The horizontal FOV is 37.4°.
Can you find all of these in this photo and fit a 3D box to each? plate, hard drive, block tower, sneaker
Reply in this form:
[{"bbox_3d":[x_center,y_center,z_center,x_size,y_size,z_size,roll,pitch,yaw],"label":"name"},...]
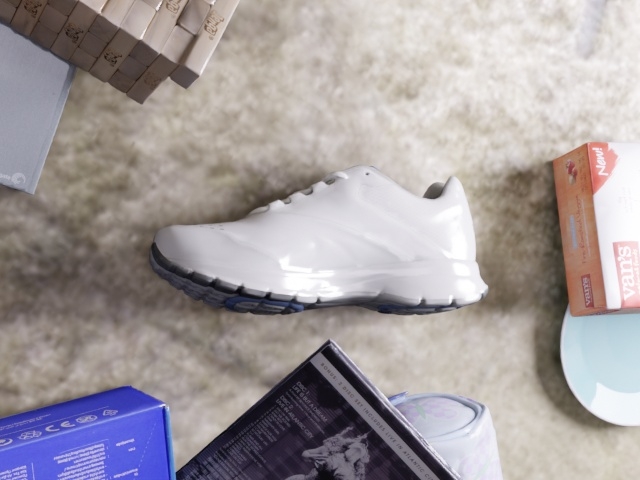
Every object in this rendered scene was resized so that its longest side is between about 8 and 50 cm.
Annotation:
[{"bbox_3d":[0.319,0.093,0.954,0.188,0.024,0.188,-2,98,-17],"label":"plate"},{"bbox_3d":[-0.252,-0.114,0.749,0.094,0.022,0.135,19,91,-19],"label":"hard drive"},{"bbox_3d":[-0.228,-0.226,0.689,0.335,0.097,0.091,31,65,-19],"label":"block tower"},{"bbox_3d":[0.000,0.000,0.815,0.297,0.111,0.129,1,81,-21],"label":"sneaker"}]

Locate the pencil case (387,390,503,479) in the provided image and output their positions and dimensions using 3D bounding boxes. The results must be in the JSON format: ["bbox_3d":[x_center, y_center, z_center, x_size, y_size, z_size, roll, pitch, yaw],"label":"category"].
[{"bbox_3d":[0.117,0.278,0.865,0.124,0.113,0.273,-20,104,-28],"label":"pencil case"}]

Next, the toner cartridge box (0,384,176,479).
[{"bbox_3d":[-0.275,0.231,0.699,0.347,0.075,0.165,-10,102,-36],"label":"toner cartridge box"}]

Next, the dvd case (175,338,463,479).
[{"bbox_3d":[-0.015,0.212,0.805,0.221,0.018,0.164,-42,93,16],"label":"dvd case"}]

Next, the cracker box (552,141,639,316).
[{"bbox_3d":[0.346,-0.011,0.906,0.232,0.067,0.156,-2,80,-17],"label":"cracker box"}]
